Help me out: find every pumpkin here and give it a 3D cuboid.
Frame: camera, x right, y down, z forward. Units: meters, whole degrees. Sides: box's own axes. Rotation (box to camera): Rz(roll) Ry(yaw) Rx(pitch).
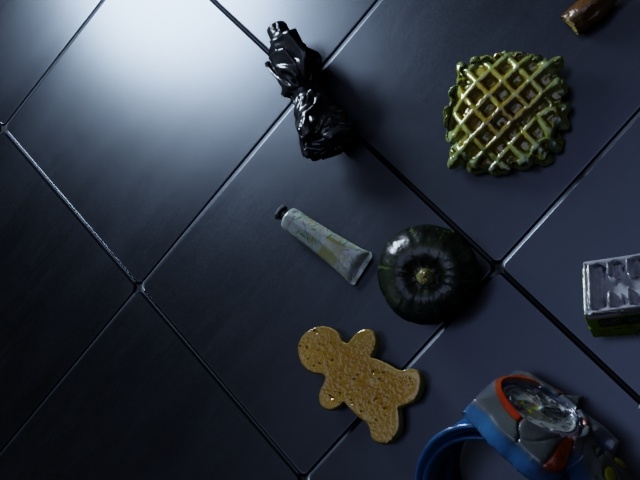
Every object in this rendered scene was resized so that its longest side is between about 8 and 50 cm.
[{"bbox_3d":[0.175,0.053,1.811,0.167,0.125,0.167,-8,68,20],"label":"pumpkin"}]

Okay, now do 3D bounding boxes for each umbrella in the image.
[{"bbox_3d":[-0.027,-0.275,1.962,0.110,0.122,0.272,-29,71,19],"label":"umbrella"}]

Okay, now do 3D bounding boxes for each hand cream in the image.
[{"bbox_3d":[0.000,0.000,1.950,0.194,0.042,0.067,35,96,22],"label":"hand cream"}]

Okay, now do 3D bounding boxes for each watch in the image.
[{"bbox_3d":[0.312,0.376,1.660,0.305,0.241,0.274,40,116,23],"label":"watch"}]

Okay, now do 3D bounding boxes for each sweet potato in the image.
[{"bbox_3d":[0.449,-0.379,1.794,0.117,0.049,0.049,-30,70,22],"label":"sweet potato"}]

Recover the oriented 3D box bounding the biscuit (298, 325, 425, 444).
[{"bbox_3d":[0.063,0.231,1.884,0.240,0.035,0.158,36,95,25],"label":"biscuit"}]

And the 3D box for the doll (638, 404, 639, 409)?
[{"bbox_3d":[0.592,0.240,1.610,0.183,0.085,0.217,-55,47,4],"label":"doll"}]

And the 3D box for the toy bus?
[{"bbox_3d":[0.533,0.066,1.618,0.302,0.139,0.113,-11,57,26],"label":"toy bus"}]

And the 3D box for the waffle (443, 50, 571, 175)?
[{"bbox_3d":[0.306,-0.211,1.831,0.214,0.054,0.207,3,87,23],"label":"waffle"}]
